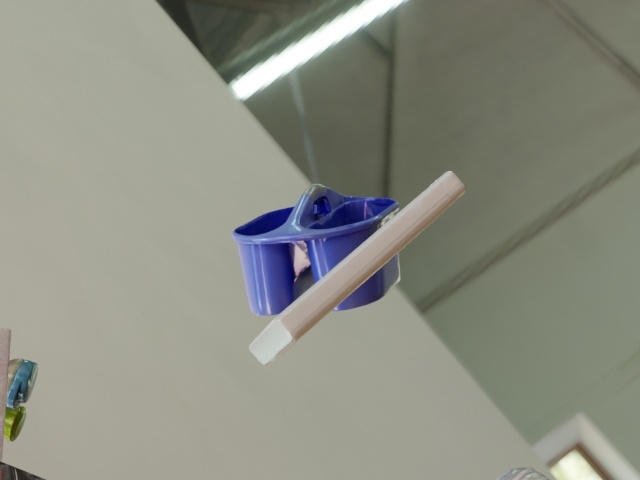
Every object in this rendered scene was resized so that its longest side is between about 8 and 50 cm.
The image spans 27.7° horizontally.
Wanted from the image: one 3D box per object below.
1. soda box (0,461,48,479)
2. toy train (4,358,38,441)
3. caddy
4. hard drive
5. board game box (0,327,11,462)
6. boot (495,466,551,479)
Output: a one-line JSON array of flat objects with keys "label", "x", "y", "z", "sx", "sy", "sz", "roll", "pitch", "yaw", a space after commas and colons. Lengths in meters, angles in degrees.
[{"label": "soda box", "x": -0.278, "y": 0.177, "z": 0.927, "sx": 0.060, "sy": 0.169, "sz": 0.053, "roll": 107, "pitch": -176, "yaw": -47}, {"label": "toy train", "x": -0.443, "y": 0.219, "z": 1.663, "sx": 0.105, "sy": 0.143, "sz": 0.248, "roll": -67, "pitch": -4, "yaw": -49}, {"label": "caddy", "x": 0.000, "y": 0.000, "z": 2.076, "sx": 0.241, "sy": 0.179, "sz": 0.341, "roll": -6, "pitch": 9, "yaw": 17}, {"label": "hard drive", "x": 0.046, "y": 0.040, "z": 1.714, "sx": 0.307, "sy": 0.040, "sz": 0.203, "roll": -41, "pitch": -3, "yaw": -20}, {"label": "board game box", "x": -0.385, "y": 0.298, "z": 1.342, "sx": 0.066, "sy": 0.319, "sz": 0.318, "roll": 8, "pitch": -35, "yaw": -20}, {"label": "boot", "x": 0.211, "y": 0.334, "z": 1.165, "sx": 0.095, "sy": 0.123, "sz": 0.258, "roll": -27, "pitch": -56, "yaw": -34}]
